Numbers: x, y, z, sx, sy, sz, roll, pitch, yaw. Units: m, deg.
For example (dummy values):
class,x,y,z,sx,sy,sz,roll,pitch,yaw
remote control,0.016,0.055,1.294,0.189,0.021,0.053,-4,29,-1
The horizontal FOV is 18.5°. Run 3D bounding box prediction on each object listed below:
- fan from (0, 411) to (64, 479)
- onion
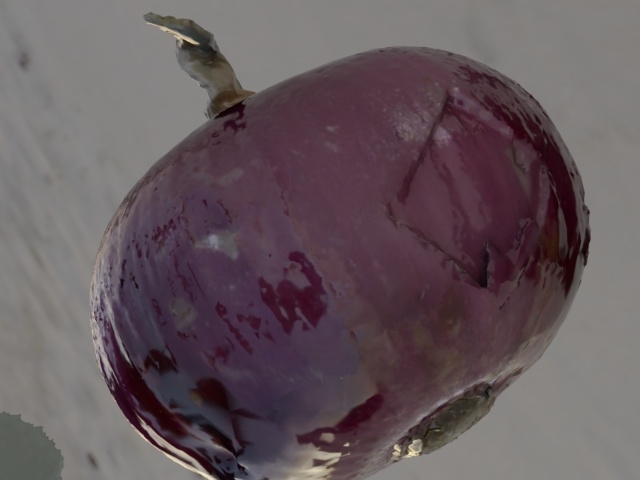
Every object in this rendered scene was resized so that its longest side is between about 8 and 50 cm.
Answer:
class,x,y,z,sx,sy,sz,roll,pitch,yaw
fan,-0.228,0.146,0.863,0.310,0.182,0.010,-8,127,45
onion,0.005,0.009,0.674,0.153,0.177,0.177,57,173,39
